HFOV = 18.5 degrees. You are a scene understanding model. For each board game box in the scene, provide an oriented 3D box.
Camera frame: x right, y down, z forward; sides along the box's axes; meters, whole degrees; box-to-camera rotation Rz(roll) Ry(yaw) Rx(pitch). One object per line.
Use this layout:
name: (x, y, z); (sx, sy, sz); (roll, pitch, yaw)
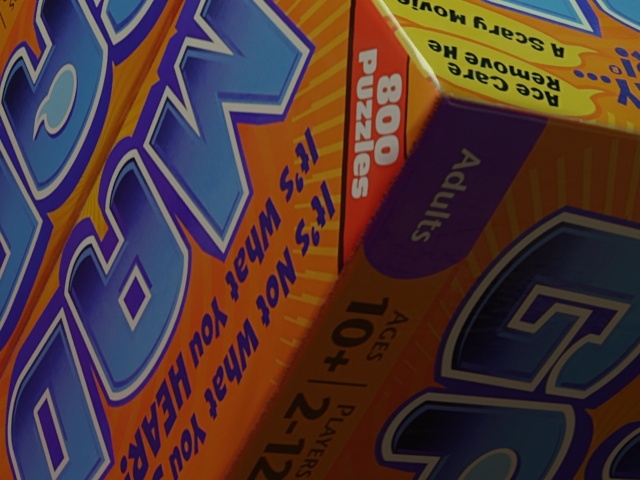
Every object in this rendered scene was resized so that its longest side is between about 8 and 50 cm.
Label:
board game box: (0.047, -0.012, 0.964); (0.356, 0.356, 0.356); (-61, 39, 29)
